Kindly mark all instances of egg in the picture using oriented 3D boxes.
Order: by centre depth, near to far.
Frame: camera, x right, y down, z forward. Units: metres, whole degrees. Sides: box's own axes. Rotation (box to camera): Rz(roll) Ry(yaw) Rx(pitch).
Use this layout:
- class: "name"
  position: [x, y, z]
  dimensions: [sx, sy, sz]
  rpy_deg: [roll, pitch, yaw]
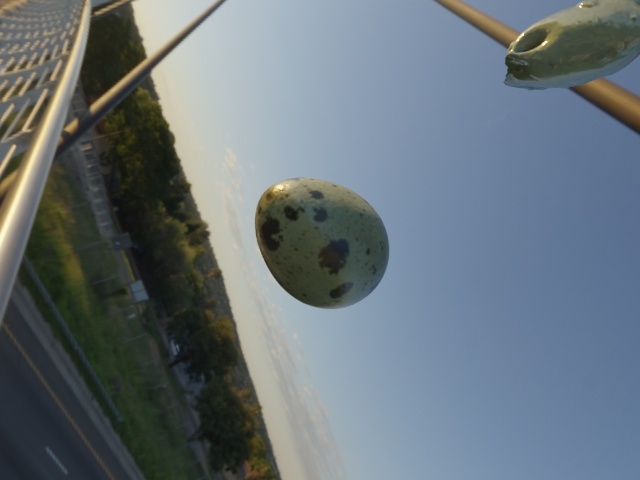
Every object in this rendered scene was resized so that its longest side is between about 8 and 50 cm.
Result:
- class: "egg"
  position: [0.000, 0.000, 0.650]
  dimensions: [0.228, 0.177, 0.177]
  rpy_deg: [44, 6, -39]

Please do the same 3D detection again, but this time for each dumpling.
- class: "dumpling"
  position: [0.364, -0.273, 0.629]
  dimensions: [0.105, 0.216, 0.149]
  rpy_deg: [68, 23, -9]
